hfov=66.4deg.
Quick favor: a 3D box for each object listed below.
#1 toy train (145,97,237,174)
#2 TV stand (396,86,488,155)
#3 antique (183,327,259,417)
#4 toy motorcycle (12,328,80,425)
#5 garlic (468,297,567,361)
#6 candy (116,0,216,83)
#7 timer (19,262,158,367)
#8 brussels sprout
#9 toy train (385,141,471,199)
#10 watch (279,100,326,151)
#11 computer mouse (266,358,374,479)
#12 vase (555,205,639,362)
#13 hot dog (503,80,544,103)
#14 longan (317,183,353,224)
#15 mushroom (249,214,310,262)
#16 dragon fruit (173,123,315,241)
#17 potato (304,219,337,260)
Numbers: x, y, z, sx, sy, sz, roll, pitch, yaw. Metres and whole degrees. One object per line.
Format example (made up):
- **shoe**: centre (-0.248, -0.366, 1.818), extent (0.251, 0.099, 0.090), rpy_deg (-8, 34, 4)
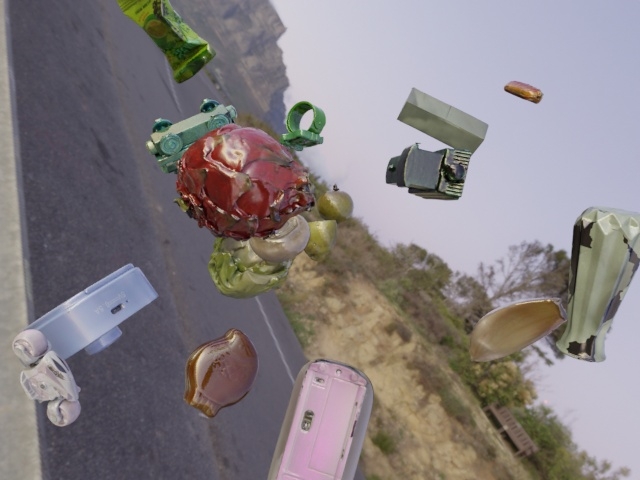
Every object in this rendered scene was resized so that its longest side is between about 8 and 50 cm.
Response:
- **toy train**: centre (-0.393, -0.317, 1.556), extent (0.120, 0.298, 0.194), rpy_deg (56, -13, 37)
- **TV stand**: centre (0.387, -0.377, 1.554), extent (0.270, 0.082, 0.088), rpy_deg (26, -33, -2)
- **antique**: centre (-0.323, 0.421, 1.581), extent (0.224, 0.278, 0.129), rpy_deg (35, -19, -22)
- **toy motorcycle**: centre (-0.644, 0.327, 1.173), extent (0.112, 0.113, 0.254), rpy_deg (-125, -165, -78)
- **garlic**: centre (0.572, 0.254, 1.458), extent (0.143, 0.318, 0.112), rpy_deg (55, 28, -1)
- **candy**: centre (-0.392, -0.541, 1.255), extent (0.246, 0.149, 0.069), rpy_deg (49, 34, -28)
- **timer**: centre (-0.693, 0.251, 1.449), extent (0.173, 0.395, 0.395), rpy_deg (57, -1, -8)
- **brussels sprout**: centre (-0.290, 0.073, 2.088), extent (0.343, 0.425, 0.361), rpy_deg (24, -38, -2)
- **toy train**: centre (0.283, -0.190, 1.347), extent (0.330, 0.178, 0.138), rpy_deg (-140, -119, -82)
- **watch**: centre (-0.070, -0.410, 1.736), extent (0.131, 0.165, 0.151), rpy_deg (7, 80, -52)
- **computer mouse**: centre (-0.002, 0.379, 0.915), extent (0.158, 0.310, 0.072), rpy_deg (15, -9, 8)
- **vase**: centre (0.663, 0.104, 1.172), extent (0.165, 0.165, 0.360), rpy_deg (-123, -141, -71)
- **hot dog**: centre (0.520, -0.384, 1.253), extent (0.144, 0.062, 0.038), rpy_deg (-106, -149, -61)
- **longan**: centre (0.063, -0.155, 2.068), extent (0.155, 0.145, 0.176), rpy_deg (8, 73, -62)
- **mushroom**: centre (-0.138, -0.037, 1.581), extent (0.204, 0.204, 0.204), rpy_deg (59, -1, 1)
- **dragon fruit**: centre (-0.156, -0.118, 1.033), extent (0.244, 0.299, 0.244), rpy_deg (-169, -90, -83)
- **potato**: centre (0.000, 0.000, 1.822), extent (0.081, 0.120, 0.149), rpy_deg (-9, 87, -54)
